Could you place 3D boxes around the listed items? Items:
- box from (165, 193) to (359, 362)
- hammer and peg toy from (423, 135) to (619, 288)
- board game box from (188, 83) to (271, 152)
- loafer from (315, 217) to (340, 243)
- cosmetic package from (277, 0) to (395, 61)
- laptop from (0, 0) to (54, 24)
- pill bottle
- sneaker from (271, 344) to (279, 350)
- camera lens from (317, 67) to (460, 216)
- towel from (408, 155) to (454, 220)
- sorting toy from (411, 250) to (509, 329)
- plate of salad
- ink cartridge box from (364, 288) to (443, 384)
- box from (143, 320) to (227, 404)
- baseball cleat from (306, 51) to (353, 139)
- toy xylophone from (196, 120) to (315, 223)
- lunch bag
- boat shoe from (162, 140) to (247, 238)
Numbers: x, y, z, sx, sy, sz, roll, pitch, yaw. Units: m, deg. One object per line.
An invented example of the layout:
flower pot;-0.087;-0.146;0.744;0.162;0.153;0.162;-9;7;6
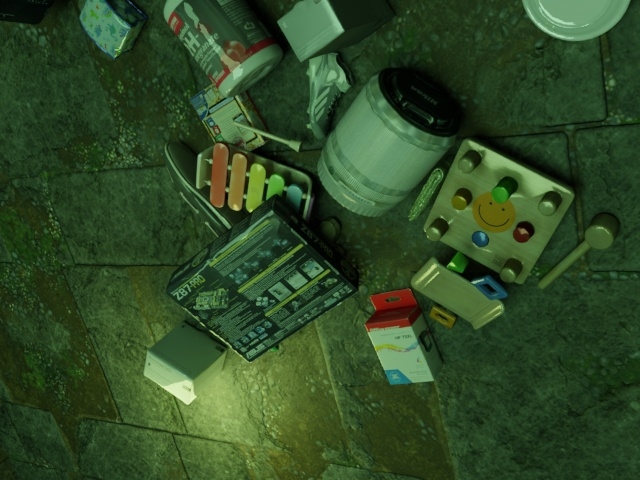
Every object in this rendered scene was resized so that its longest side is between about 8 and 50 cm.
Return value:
box;-0.149;0.110;1.842;0.395;0.097;0.318;-36;115;25
hammer and peg toy;0.415;-0.029;1.520;0.361;0.127;0.265;31;127;14
board game box;-0.228;-0.309;1.824;0.147;0.045;0.193;-21;102;38
loafer;0.000;0.000;1.846;0.056;0.050;0.148;42;129;6
cosmetic package;0.036;-0.450;1.457;0.127;0.238;0.107;-26;99;39
laptop;-0.798;-0.721;1.898;0.235;0.264;0.136;14;158;26
pill bottle;-0.245;-0.502;1.646;0.176;0.176;0.318;-35;94;39
sneaker;-0.124;0.190;2.012;0.124;0.109;0.295;15;122;-8
camera lens;0.143;-0.210;1.532;0.219;0.219;0.274;43;129;5
towel;0.247;-0.114;1.594;0.027;0.110;0.148;33;125;11
sorting toy;0.315;0.114;1.648;0.196;0.047;0.347;35;157;4
plate of salad;0.465;-0.463;1.307;0.200;0.048;0.199;22;135;24
ink cartridge box;0.205;0.247;1.834;0.134;0.078;0.230;-15;106;37
box;-0.418;0.375;2.226;0.181;0.182;0.119;29;127;16
baseball cleat;0.022;-0.326;1.644;0.110;0.072;0.205;7;122;22
toy xylophone;-0.157;-0.165;1.796;0.323;0.081;0.236;15;132;14
lunch bag;-0.542;-0.568;1.848;0.151;0.096;0.129;40;130;-5
boat shoe;-0.326;-0.115;1.950;0.095;0.112;0.335;-37;96;35
